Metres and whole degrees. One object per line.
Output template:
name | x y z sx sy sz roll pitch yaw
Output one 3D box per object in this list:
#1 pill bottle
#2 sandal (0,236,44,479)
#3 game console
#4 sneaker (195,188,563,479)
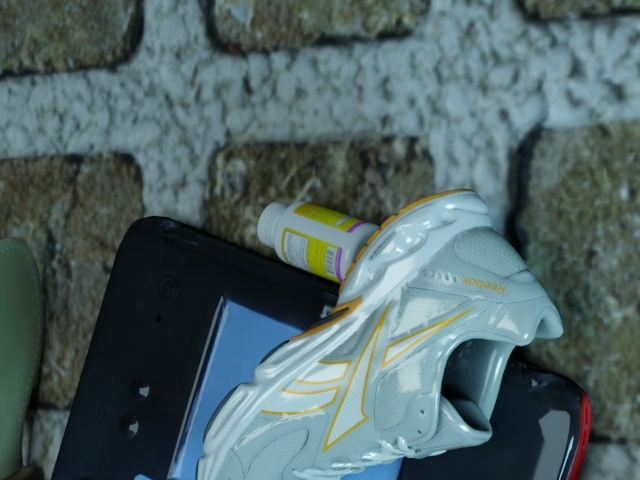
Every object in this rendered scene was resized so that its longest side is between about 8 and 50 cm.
pill bottle | 0.000 0.000 1.164 0.083 0.043 0.043 21 101 36
sandal | -0.258 0.118 1.333 0.079 0.088 0.240 0 94 32
game console | -0.031 0.194 1.174 0.386 0.060 0.342 21 102 36
sneaker | 0.032 0.099 1.060 0.121 0.099 0.262 48 112 26
